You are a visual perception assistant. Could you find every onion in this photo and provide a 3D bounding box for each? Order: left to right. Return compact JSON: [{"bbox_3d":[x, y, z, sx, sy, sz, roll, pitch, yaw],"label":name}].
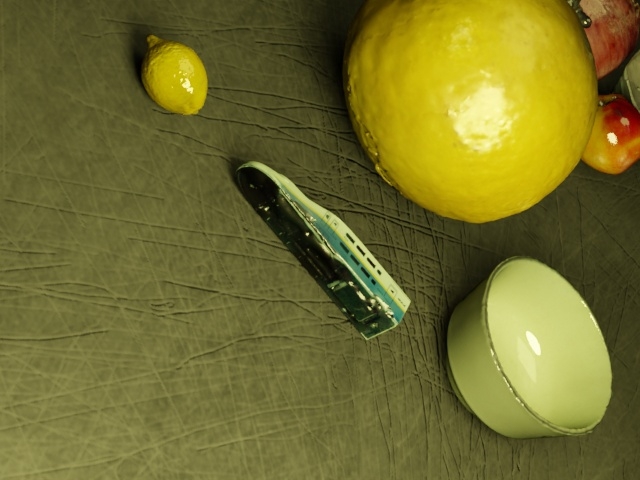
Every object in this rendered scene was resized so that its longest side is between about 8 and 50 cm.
[{"bbox_3d":[0.332,-0.354,2.106,0.283,0.120,0.227,47,30,-11],"label":"onion"}]

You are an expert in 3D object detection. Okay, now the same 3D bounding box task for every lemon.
[{"bbox_3d":[-0.148,-0.167,1.564,0.065,0.065,0.092,-31,92,-49],"label":"lemon"},{"bbox_3d":[0.166,-0.167,1.719,0.297,0.297,0.297,24,53,-35],"label":"lemon"}]

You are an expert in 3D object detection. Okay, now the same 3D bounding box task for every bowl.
[{"bbox_3d":[0.216,0.131,1.728,0.211,0.112,0.211,23,54,-36],"label":"bowl"}]

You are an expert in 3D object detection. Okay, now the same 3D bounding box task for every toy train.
[{"bbox_3d":[0.000,0.000,1.629,0.234,0.052,0.051,49,39,-12],"label":"toy train"}]

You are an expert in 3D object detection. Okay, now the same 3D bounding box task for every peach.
[{"bbox_3d":[0.381,-0.139,2.064,0.101,0.101,0.100,24,53,-35],"label":"peach"}]

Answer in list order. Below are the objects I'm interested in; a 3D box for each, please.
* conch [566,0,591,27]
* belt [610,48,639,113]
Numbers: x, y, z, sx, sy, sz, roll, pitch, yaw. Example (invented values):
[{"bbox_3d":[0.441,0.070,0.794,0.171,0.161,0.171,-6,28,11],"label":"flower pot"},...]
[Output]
[{"bbox_3d":[0.194,-0.336,1.941,0.313,0.186,0.240,35,33,4],"label":"conch"},{"bbox_3d":[0.499,-0.212,2.101,0.184,0.289,0.164,-16,78,-5],"label":"belt"}]
